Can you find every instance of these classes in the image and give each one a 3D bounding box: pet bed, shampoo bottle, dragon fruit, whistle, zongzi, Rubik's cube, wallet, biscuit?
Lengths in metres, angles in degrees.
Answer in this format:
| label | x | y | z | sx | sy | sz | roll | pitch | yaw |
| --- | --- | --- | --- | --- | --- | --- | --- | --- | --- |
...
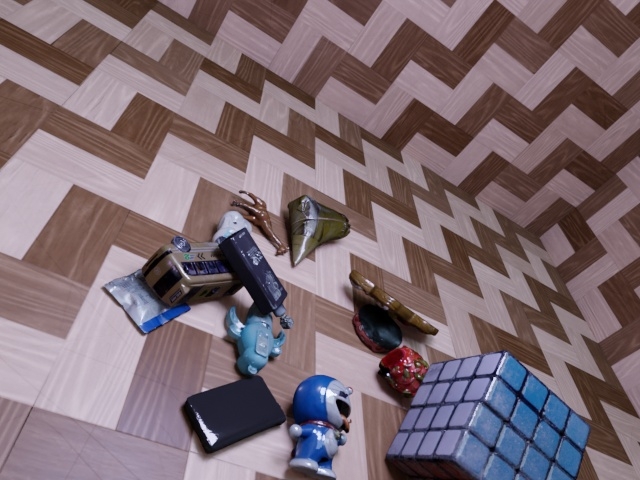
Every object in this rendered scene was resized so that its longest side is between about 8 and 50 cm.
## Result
| label | x | y | z | sx | sy | sz | roll | pitch | yaw |
| --- | --- | --- | --- | --- | --- | --- | --- | --- | --- |
| pet bed | 0.202 | 0.311 | 1.763 | 0.201 | 0.053 | 0.201 | 28 | 33 | -21 |
| shampoo bottle | -0.169 | 0.117 | 1.405 | 0.309 | 0.071 | 0.098 | 60 | 22 | -11 |
| dragon fruit | 0.279 | 0.434 | 1.612 | 0.172 | 0.167 | 0.160 | 54 | 44 | -17 |
| whistle | -0.177 | 0.264 | 1.392 | 0.186 | 0.093 | 0.273 | 31 | 29 | -19 |
| zongzi | 0.000 | 0.000 | 1.891 | 0.274 | 0.145 | 0.299 | 23 | 52 | -35 |
| Rubik's cube | 0.446 | 0.545 | 1.354 | 0.344 | 0.344 | 0.337 | 40 | 60 | -6 |
| wallet | -0.203 | 0.416 | 1.219 | 0.250 | 0.044 | 0.149 | -5 | 49 | -48 |
| biscuit | 0.289 | 0.262 | 1.819 | 0.432 | 0.064 | 0.283 | 36 | -1 | -40 |

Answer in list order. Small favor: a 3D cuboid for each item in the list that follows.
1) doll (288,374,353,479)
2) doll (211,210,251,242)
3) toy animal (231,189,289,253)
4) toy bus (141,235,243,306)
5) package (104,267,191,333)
| label | x | y | z | sx | sy | sz | roll | pitch | yaw |
| --- | --- | --- | --- | --- | --- | --- | --- | --- | --- |
| doll | 0.000 | 0.466 | 1.261 | 0.215 | 0.161 | 0.256 | 51 | 32 | -40 |
| doll | -0.287 | -0.013 | 1.598 | 0.110 | 0.107 | 0.180 | 48 | 25 | -27 |
| toy animal | -0.210 | -0.064 | 1.786 | 0.230 | 0.066 | 0.224 | 30 | 33 | -25 |
| toy bus | -0.333 | 0.087 | 1.378 | 0.290 | 0.139 | 0.157 | 1 | 53 | -59 |
| package | -0.449 | 0.149 | 1.308 | 0.173 | 0.027 | 0.171 | 48 | 29 | 9 |
